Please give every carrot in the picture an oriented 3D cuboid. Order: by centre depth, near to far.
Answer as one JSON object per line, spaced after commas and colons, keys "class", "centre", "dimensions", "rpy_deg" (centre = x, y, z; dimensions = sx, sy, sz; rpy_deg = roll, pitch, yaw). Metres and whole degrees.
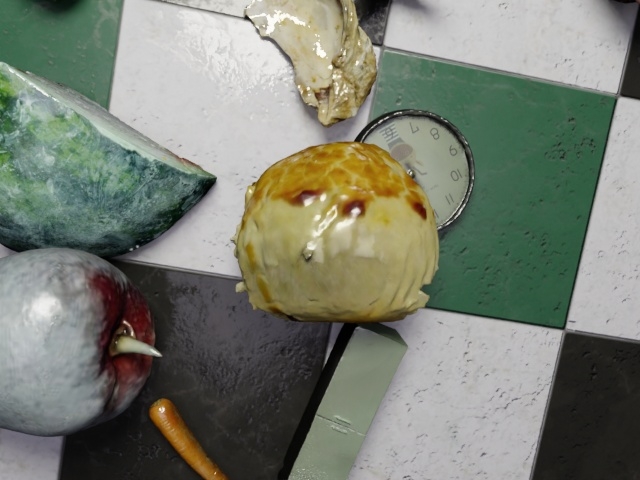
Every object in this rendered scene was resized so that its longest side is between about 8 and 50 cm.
{"class": "carrot", "centre": [-0.182, 0.305, 0.865], "dimensions": [0.037, 0.037, 0.190], "rpy_deg": [-34, 103, 0]}

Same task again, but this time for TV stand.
{"class": "TV stand", "centre": [0.026, 0.244, 0.846], "dimensions": [0.082, 0.088, 0.270], "rpy_deg": [22, 94, -7]}

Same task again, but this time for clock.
{"class": "clock", "centre": [0.126, -0.092, 0.836], "dimensions": [0.184, 0.040, 0.185], "rpy_deg": [-1, 97, -5]}

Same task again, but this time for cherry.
{"class": "cherry", "centre": [-0.326, 0.123, 0.721], "dimensions": [0.296, 0.255, 0.218], "rpy_deg": [-7, 73, 8]}

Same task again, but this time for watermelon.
{"class": "watermelon", "centre": [-0.316, -0.087, 0.770], "dimensions": [0.319, 0.214, 0.289], "rpy_deg": [11, 137, -43]}

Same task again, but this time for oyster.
{"class": "oyster", "centre": [0.004, -0.267, 0.774], "dimensions": [0.107, 0.161, 0.233], "rpy_deg": [-23, 98, -37]}

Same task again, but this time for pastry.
{"class": "pastry", "centre": [0.006, -0.007, 0.744], "dimensions": [0.256, 0.170, 0.237], "rpy_deg": [-2, 93, 26]}

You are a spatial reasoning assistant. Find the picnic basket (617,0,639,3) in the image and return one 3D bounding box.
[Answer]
{"class": "picnic basket", "centre": [0.416, -0.447, 0.773], "dimensions": [0.222, 0.129, 0.297], "rpy_deg": [-31, 98, 1]}
